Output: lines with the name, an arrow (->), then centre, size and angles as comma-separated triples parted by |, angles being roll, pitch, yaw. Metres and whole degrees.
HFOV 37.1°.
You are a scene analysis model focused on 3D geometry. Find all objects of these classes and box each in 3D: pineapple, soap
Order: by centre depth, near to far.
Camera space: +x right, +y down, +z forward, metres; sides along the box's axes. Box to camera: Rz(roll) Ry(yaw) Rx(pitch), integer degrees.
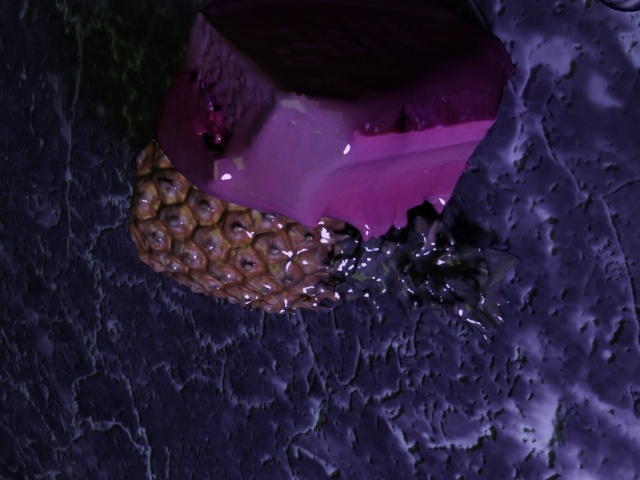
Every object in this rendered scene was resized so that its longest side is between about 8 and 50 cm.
soap -> 0.015, -0.114, 0.746 | 0.220, 0.324, 0.127 | 40, 127, 30
pineapple -> 0.000, 0.000, 0.888 | 0.362, 0.202, 0.202 | 24, 116, 23

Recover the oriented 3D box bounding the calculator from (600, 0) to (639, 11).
calculator -> 0.246, -0.284, 0.668 | 0.177, 0.040, 0.268 | 61, 148, 17
